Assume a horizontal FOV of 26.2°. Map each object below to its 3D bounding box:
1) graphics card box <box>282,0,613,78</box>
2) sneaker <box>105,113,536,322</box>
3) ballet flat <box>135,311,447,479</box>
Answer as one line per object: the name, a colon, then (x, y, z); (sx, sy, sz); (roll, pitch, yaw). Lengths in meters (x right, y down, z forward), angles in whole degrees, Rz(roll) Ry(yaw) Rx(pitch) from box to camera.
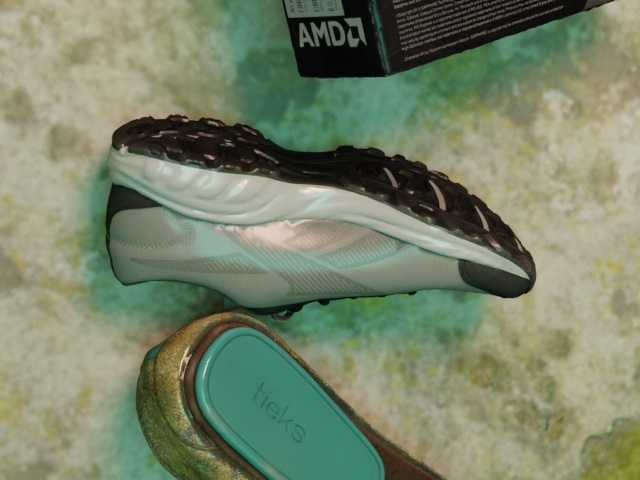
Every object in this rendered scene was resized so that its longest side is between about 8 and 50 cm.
graphics card box: (0.061, -0.293, 0.745); (0.233, 0.094, 0.371); (-23, 107, -31)
sneaker: (0.000, 0.000, 0.842); (0.271, 0.100, 0.108); (11, 112, -10)
ballet flat: (0.016, 0.180, 0.871); (0.123, 0.123, 0.348); (-44, 107, 0)
